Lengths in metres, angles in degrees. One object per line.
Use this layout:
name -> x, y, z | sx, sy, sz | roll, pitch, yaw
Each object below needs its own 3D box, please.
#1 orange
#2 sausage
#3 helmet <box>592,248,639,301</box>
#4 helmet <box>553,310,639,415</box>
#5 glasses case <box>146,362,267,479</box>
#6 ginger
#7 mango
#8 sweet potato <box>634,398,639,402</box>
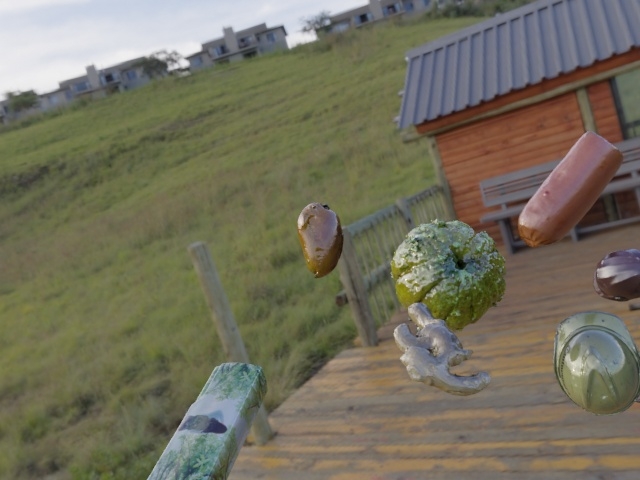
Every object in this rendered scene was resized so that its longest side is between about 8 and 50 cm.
orange -> 0.343, 0.085, 1.514 | 0.301, 0.300, 0.223 | -6, -24, -9
sausage -> 0.519, -0.096, 1.225 | 0.259, 0.114, 0.113 | -53, 5, 5
helmet -> 0.569, 0.060, 1.095 | 0.123, 0.098, 0.070 | -14, -33, 37
helmet -> 0.659, 0.303, 1.390 | 0.204, 0.257, 0.137 | -16, -9, 27
glasses case -> -0.169, 0.297, 0.868 | 0.095, 0.062, 0.272 | 1, 31, 16
ginger -> 0.201, 0.187, 1.083 | 0.149, 0.065, 0.258 | 9, 26, -17
mango -> 0.000, 0.000, 0.970 | 0.077, 0.127, 0.063 | -4, -8, -13
sweet potato -> 0.640, 0.290, 1.063 | 0.117, 0.049, 0.049 | -8, 10, 17
